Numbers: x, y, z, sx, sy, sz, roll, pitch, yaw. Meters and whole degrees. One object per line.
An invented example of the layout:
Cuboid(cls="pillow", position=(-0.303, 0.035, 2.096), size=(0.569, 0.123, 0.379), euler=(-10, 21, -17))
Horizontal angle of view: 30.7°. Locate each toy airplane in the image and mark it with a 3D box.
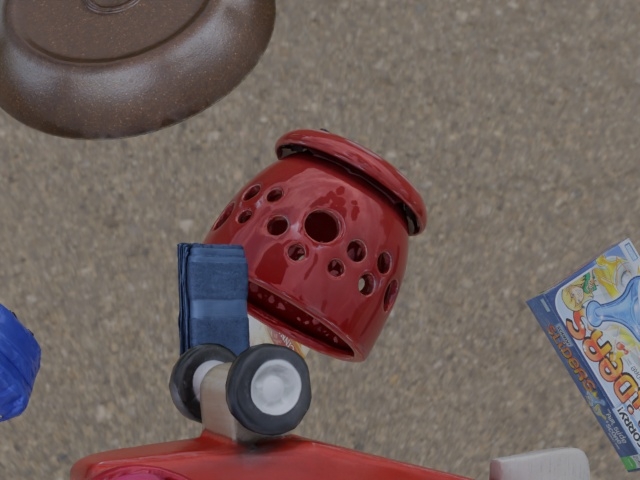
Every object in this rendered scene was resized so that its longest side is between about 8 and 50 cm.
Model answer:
Cuboid(cls="toy airplane", position=(0.048, 0.249, 0.843), size=(0.384, 0.386, 0.272), euler=(10, 77, 21))

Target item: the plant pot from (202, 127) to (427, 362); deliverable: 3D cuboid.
Cuboid(cls="plant pot", position=(0.000, 0.000, 1.119), size=(0.191, 0.191, 0.174), euler=(29, 78, 10))

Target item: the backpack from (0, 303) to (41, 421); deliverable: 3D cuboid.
Cuboid(cls="backpack", position=(-0.272, 0.105, 0.868), size=(0.120, 0.098, 0.101), euler=(-20, 41, 17))

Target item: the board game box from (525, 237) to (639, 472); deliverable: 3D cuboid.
Cuboid(cls="board game box", position=(0.315, 0.115, 1.194), size=(0.136, 0.035, 0.201), euler=(-30, 87, -29))

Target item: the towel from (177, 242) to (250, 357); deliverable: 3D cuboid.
Cuboid(cls="towel", position=(-0.086, 0.062, 0.942), size=(0.067, 0.029, 0.119), euler=(5, 80, -46))

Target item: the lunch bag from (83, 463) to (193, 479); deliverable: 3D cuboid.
Cuboid(cls="lunch bag", position=(-0.025, 0.246, 0.409), size=(0.293, 0.120, 0.258), euler=(34, 36, -6))

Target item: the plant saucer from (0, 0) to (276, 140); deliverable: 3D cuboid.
Cuboid(cls="plant saucer", position=(-0.129, -0.150, 0.754), size=(0.198, 0.036, 0.198), euler=(-5, 53, 6))

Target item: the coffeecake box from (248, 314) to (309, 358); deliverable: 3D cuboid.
Cuboid(cls="coffeecake box", position=(-0.102, 0.160, 1.633), size=(0.068, 0.142, 0.185), euler=(-1, 42, 36))
